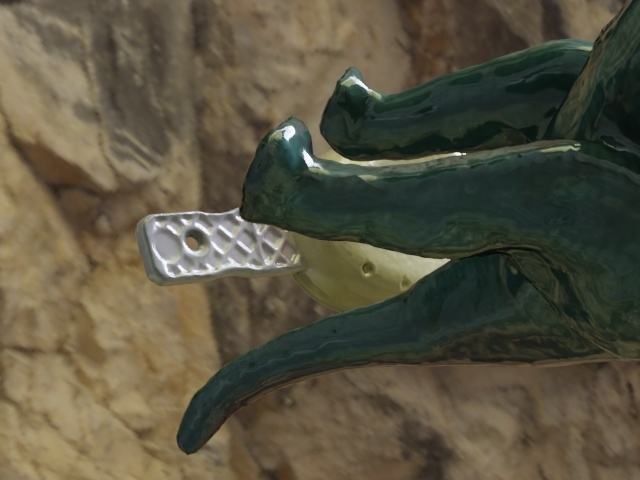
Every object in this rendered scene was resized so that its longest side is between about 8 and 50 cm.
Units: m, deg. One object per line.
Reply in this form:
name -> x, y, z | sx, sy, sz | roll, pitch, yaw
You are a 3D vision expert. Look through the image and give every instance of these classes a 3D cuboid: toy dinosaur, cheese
toy dinosaur -> 0.160, -0.015, 0.465 | 0.331, 0.383, 0.129 | 24, -145, 4
cheese -> 0.000, 0.000, 1.023 | 0.050, 0.255, 0.127 | -29, -106, 47
